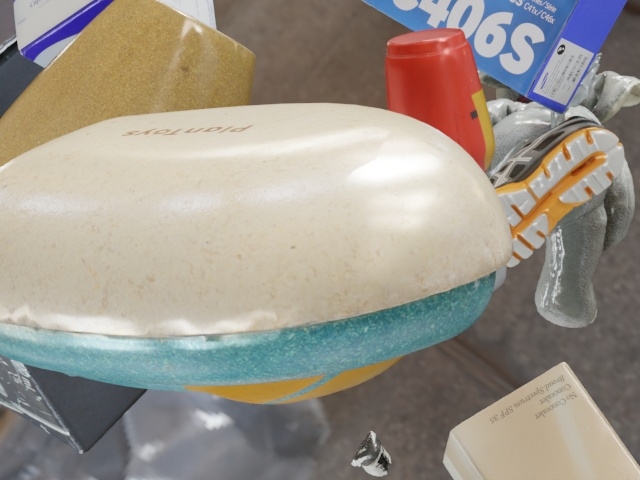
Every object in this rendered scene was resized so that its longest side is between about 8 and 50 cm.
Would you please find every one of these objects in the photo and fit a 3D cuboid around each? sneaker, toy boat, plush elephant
[{"bbox_3d":[0.063,0.244,1.898,0.040,0.044,0.109,-59,-5,-10],"label":"sneaker"},{"bbox_3d":[0.000,0.000,0.808,0.267,0.148,0.318,2,19,36],"label":"toy boat"},{"bbox_3d":[0.197,-0.045,1.637,0.215,0.084,0.083,-33,26,11],"label":"sneaker"},{"bbox_3d":[0.250,-0.115,1.980,0.255,0.272,0.330,-71,1,-63],"label":"plush elephant"}]

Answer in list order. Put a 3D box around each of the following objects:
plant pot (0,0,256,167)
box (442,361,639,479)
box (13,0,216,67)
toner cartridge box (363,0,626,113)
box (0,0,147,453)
[{"bbox_3d":[-0.159,-0.062,1.348,0.254,0.237,0.237,-62,29,0],"label":"plant pot"},{"bbox_3d":[0.265,0.294,1.647,0.148,0.121,0.311,-31,70,-12],"label":"box"},{"bbox_3d":[-0.183,-0.194,1.505,0.126,0.137,0.072,-28,54,29],"label":"box"},{"bbox_3d":[0.153,-0.282,1.754,0.348,0.075,0.165,36,102,40],"label":"toner cartridge box"},{"bbox_3d":[-0.411,-0.079,1.908,0.472,0.480,0.297,21,58,39],"label":"box"}]
